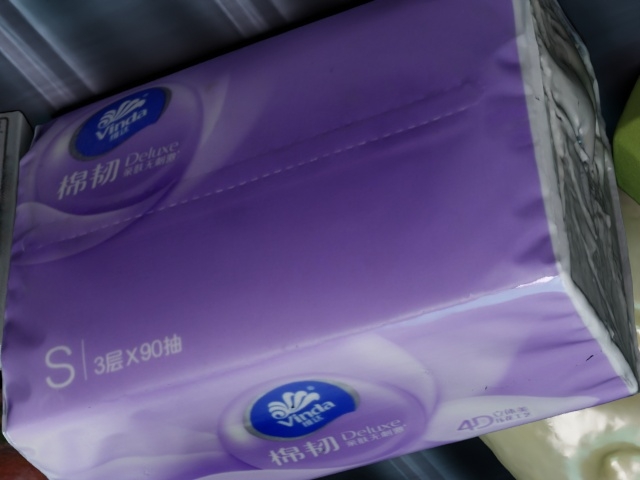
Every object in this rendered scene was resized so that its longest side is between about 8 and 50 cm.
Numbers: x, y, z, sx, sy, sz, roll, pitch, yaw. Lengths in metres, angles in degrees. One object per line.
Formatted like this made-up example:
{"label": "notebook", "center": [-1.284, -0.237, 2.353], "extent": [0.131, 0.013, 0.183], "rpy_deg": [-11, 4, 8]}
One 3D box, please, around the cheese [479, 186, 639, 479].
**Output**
{"label": "cheese", "center": [0.193, 0.120, 1.136], "extent": [0.328, 0.351, 0.129], "rpy_deg": [12, 176, -5]}

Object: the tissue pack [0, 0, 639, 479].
{"label": "tissue pack", "center": [0.000, 0.000, 1.004], "extent": [0.338, 0.242, 0.160], "rpy_deg": [-18, 142, 20]}

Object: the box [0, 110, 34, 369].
{"label": "box", "center": [-0.232, 0.008, 1.057], "extent": [0.115, 0.177, 0.036], "rpy_deg": [-12, 142, 12]}

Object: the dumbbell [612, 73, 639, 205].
{"label": "dumbbell", "center": [0.218, -0.125, 0.969], "extent": [0.108, 0.121, 0.302], "rpy_deg": [16, 148, 22]}

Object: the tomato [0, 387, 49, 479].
{"label": "tomato", "center": [-0.193, 0.235, 1.280], "extent": [0.265, 0.265, 0.265], "rpy_deg": [-2, 143, -1]}
